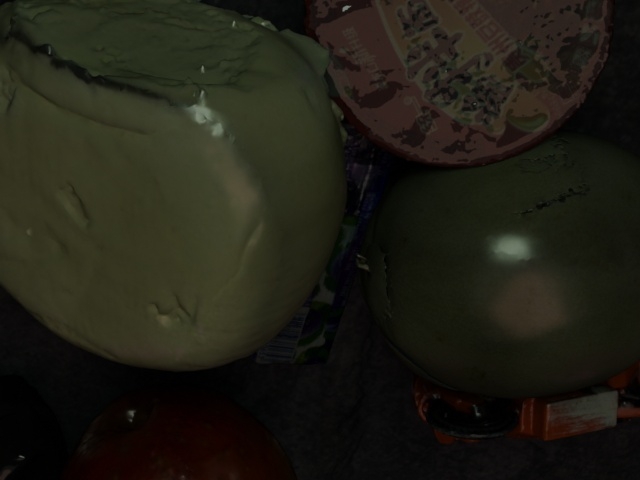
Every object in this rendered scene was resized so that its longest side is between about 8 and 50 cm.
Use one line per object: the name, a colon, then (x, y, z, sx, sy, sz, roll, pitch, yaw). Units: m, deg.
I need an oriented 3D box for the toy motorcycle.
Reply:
toy motorcycle: (0.236, 0.156, 1.185, 0.325, 0.221, 0.148, -6, 106, -22)

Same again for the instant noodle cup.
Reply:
instant noodle cup: (0.118, -0.206, 0.944, 0.273, 0.091, 0.274, 0, 106, -1)

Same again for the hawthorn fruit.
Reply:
hawthorn fruit: (-0.148, 0.294, 1.144, 0.284, 0.284, 0.284, -6, 126, -9)

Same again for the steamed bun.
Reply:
steamed bun: (-0.136, -0.058, 0.915, 0.333, 0.233, 0.312, 30, 129, 13)

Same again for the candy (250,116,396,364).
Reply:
candy: (0.000, 0.000, 1.102, 0.088, 0.061, 0.312, 6, 123, -19)

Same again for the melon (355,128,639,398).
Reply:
melon: (0.191, 0.019, 1.033, 0.330, 0.268, 0.269, -3, 125, -12)

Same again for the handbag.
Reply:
handbag: (-0.423, 0.312, 1.178, 0.342, 0.152, 0.288, -17, 138, -1)
